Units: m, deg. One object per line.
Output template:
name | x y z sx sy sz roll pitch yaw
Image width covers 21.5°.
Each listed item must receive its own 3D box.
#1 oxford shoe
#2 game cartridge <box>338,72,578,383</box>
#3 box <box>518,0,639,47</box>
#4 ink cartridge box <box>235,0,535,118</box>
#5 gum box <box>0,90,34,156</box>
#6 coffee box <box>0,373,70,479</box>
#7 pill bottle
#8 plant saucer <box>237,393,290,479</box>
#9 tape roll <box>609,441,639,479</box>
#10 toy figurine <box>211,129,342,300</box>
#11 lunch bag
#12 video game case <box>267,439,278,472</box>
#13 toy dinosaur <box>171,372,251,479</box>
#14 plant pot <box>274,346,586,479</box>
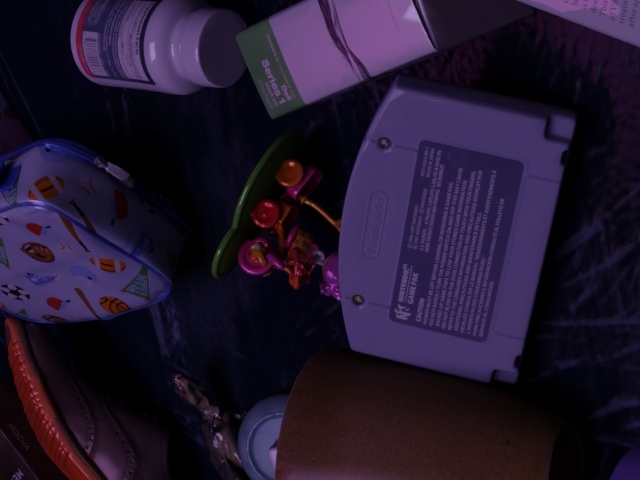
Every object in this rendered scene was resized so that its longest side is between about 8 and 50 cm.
oxford shoe | -0.264 0.236 2.053 0.363 0.133 0.130 59 161 4
game cartridge | 0.118 -0.010 1.583 0.196 0.060 0.294 12 121 5
box | 0.212 -0.288 1.307 0.345 0.215 0.168 27 126 32
ink cartridge box | 0.059 -0.199 1.527 0.219 0.160 0.092 -17 97 46
gum box | -0.428 -0.135 2.039 0.188 0.107 0.062 54 135 9
coffee box | -0.409 0.317 2.222 0.168 0.119 0.297 51 135 14
pill bottle | -0.164 -0.208 1.765 0.180 0.108 0.108 11 116 39
plant saucer | -0.039 0.231 1.874 0.119 0.021 0.119 2 96 16
tape roll | 0.328 0.267 1.476 0.080 0.189 0.189 -4 106 43
toy figurine | 0.000 0.000 1.695 0.159 0.130 0.173 30 84 15
lunch bag | -0.306 -0.010 1.906 0.303 0.115 0.243 -17 137 44
video game case | 0.012 0.276 1.786 0.022 0.173 0.190 -17 98 22
toy dinosaur | -0.087 0.264 1.951 0.118 0.064 0.268 -2 112 46
plant pot | 0.120 0.229 1.646 0.254 0.237 0.237 2 111 26
